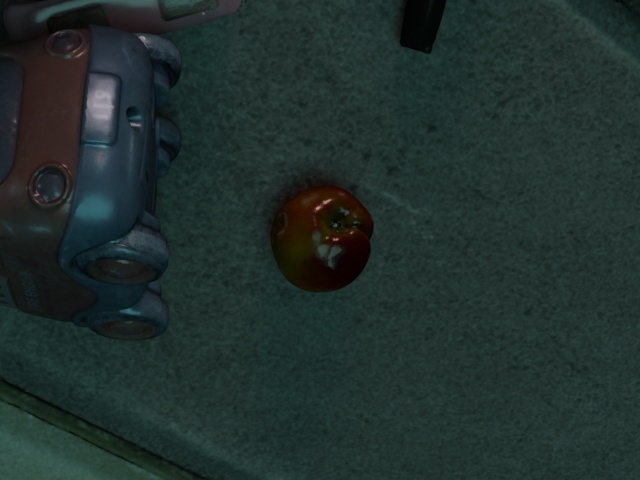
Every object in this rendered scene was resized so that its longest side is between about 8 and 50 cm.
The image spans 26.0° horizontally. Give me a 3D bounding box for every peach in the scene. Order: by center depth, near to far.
[{"bbox_3d":[0.000,-0.001,1.307,0.100,0.101,0.101,-6,119,-11],"label":"peach"}]

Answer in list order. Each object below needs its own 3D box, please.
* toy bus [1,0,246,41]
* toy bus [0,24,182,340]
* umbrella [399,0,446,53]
[{"bbox_3d":[-0.163,-0.202,1.154,0.203,0.090,0.063,-17,120,-6],"label":"toy bus"},{"bbox_3d":[-0.233,-0.044,1.129,0.231,0.197,0.294,3,158,-4],"label":"toy bus"},{"bbox_3d":[0.117,-0.314,1.168,0.118,0.118,0.340,2,127,-15],"label":"umbrella"}]
